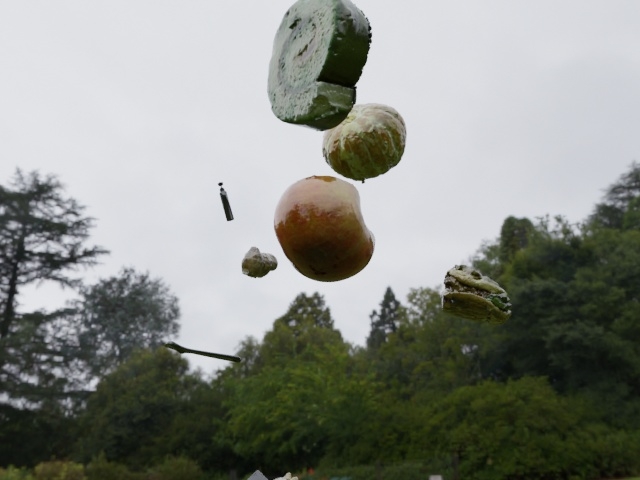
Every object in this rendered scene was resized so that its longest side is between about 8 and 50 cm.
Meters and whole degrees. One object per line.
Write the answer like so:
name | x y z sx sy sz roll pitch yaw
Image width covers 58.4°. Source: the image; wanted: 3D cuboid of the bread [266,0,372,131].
bread | -0.013 -0.490 1.589 0.129 0.382 0.366 5 -32 -38

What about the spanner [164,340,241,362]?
spanner | -0.295 0.278 1.428 0.208 0.012 0.046 8 -36 14

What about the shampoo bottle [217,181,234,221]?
shampoo bottle | -0.331 -0.135 1.994 0.027 0.137 0.048 -15 -4 -15

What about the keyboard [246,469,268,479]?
keyboard | -0.260 0.826 1.798 0.072 0.231 0.023 29 -37 36

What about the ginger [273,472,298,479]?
ginger | -0.102 0.765 1.739 0.205 0.081 0.115 -23 -10 37

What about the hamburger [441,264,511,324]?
hamburger | 0.427 0.170 1.595 0.206 0.130 0.183 30 -11 19

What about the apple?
apple | 0.000 0.000 1.444 0.251 0.163 0.293 -11 -59 20

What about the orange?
orange | 0.164 -0.365 2.134 0.329 0.329 0.249 -12 -59 26

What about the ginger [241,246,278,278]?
ginger | -0.201 0.077 1.922 0.080 0.105 0.204 8 -3 16
